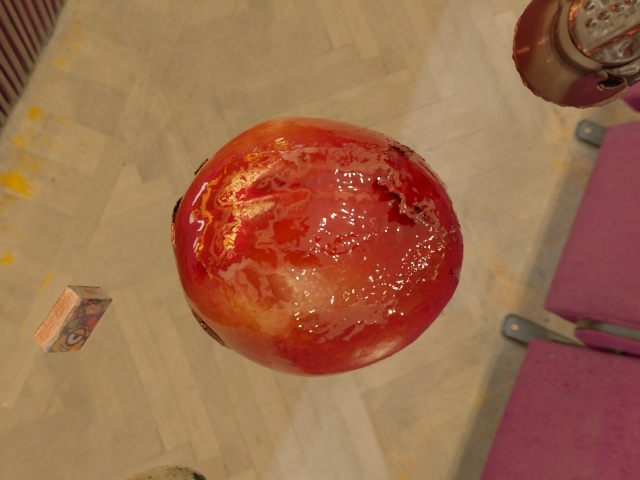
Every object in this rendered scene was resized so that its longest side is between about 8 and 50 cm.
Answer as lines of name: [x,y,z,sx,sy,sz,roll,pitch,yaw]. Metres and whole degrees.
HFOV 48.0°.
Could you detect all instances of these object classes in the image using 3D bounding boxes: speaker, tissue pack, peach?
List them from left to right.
tissue pack: [-0.299,0.094,0.869,0.035,0.063,0.083,38,98,22]
peach: [0.000,0.000,0.939,0.369,0.370,0.370,1,85,-13]
speaker: [0.343,-0.310,0.904,0.198,0.329,0.259,-3,94,14]

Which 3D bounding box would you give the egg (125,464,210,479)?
egg: [-0.131,0.251,0.562,0.132,0.172,0.132,6,121,10]
